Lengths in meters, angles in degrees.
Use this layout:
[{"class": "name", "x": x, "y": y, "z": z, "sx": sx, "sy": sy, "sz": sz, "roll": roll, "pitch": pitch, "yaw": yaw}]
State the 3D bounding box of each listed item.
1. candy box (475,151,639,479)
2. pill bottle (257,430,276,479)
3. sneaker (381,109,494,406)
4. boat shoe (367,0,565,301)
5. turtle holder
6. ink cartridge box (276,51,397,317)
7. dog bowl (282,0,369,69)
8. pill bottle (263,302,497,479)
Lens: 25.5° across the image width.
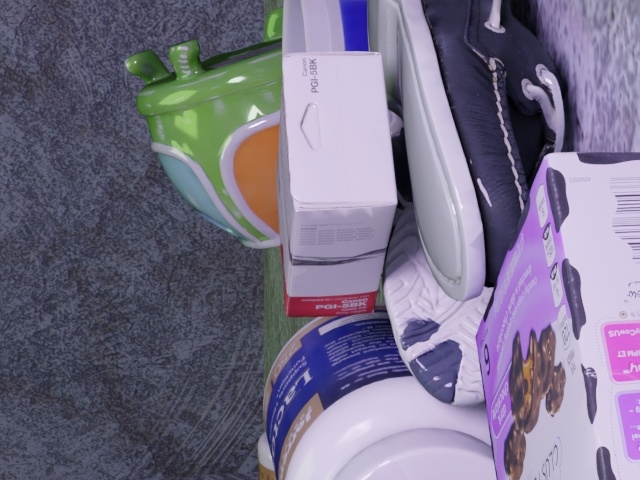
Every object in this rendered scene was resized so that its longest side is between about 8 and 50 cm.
[{"class": "candy box", "x": 0.119, "y": 0.089, "z": 0.560, "sx": 0.165, "sy": 0.070, "sz": 0.196, "roll": 98, "pitch": 168, "yaw": -60}, {"class": "pill bottle", "x": -0.001, "y": 0.321, "z": 1.544, "sx": 0.131, "sy": 0.131, "sz": 0.229, "roll": -119, "pitch": 27, "yaw": -77}, {"class": "sneaker", "x": 0.076, "y": 0.015, "z": 0.890, "sx": 0.153, "sy": 0.094, "sz": 0.235, "roll": 83, "pitch": 174, "yaw": -60}, {"class": "boat shoe", "x": 0.083, "y": -0.080, "z": 0.742, "sx": 0.302, "sy": 0.091, "sz": 0.114, "roll": -98, "pitch": 5, "yaw": -51}, {"class": "turtle holder", "x": -0.079, "y": -0.115, "z": 1.496, "sx": 0.320, "sy": 0.243, "sz": 0.227, "roll": -6, "pitch": 106, "yaw": 49}, {"class": "ink cartridge box", "x": 0.006, "y": -0.029, "z": 0.794, "sx": 0.135, "sy": 0.056, "sz": 0.099, "roll": 97, "pitch": 170, "yaw": -63}, {"class": "dog bowl", "x": 0.028, "y": -0.109, "z": 1.213, "sx": 0.265, "sy": 0.104, "sz": 0.265, "roll": 178, "pitch": 90, "yaw": -84}, {"class": "pill bottle", "x": 0.047, "y": 0.143, "z": 0.895, "sx": 0.265, "sy": 0.153, "sz": 0.153, "roll": -119, "pitch": 27, "yaw": -76}]
